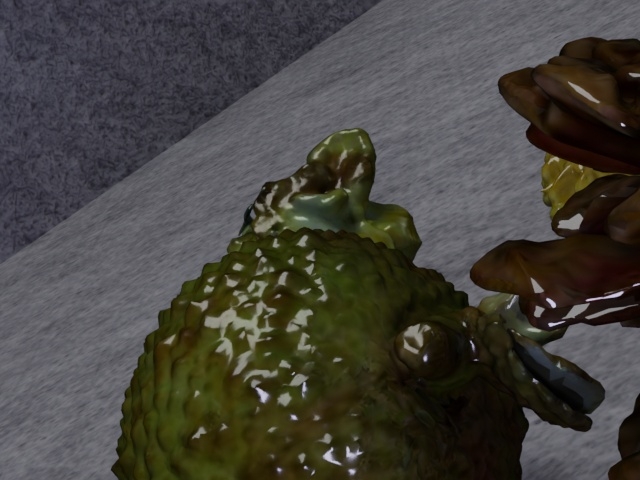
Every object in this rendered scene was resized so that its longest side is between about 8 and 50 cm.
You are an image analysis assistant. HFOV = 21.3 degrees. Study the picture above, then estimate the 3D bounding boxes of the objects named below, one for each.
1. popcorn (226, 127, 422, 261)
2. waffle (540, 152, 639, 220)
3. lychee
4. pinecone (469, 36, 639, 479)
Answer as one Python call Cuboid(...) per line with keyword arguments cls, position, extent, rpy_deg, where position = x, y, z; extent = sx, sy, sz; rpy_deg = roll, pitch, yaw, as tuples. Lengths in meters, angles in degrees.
Cuboid(cls="popcorn", position=(0.000, 0.000, 1.608), extent=(0.198, 0.212, 0.198), rpy_deg=(6, 17, -2))
Cuboid(cls="waffle", position=(0.343, -0.115, 1.615), extent=(0.329, 0.062, 0.329), rpy_deg=(-26, 14, 7))
Cuboid(cls="lychee", position=(0.006, 0.119, 1.067), extent=(0.270, 0.270, 0.320), rpy_deg=(-42, -18, -43))
Cuboid(cls="pinecone", position=(0.251, 0.055, 0.624), extent=(0.384, 0.384, 0.384), rpy_deg=(-26, 15, 8))
